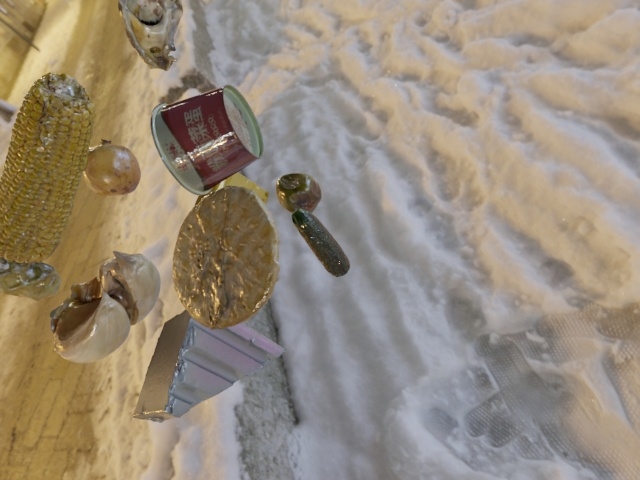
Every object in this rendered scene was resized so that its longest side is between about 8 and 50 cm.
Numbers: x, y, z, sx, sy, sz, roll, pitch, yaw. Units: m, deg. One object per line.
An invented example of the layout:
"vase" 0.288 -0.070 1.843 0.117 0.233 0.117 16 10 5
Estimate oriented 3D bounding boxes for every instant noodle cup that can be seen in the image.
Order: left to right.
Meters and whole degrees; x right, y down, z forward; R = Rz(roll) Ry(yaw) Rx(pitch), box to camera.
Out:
"instant noodle cup" -0.252 -0.245 1.035 0.178 0.235 0.235 -21 47 16

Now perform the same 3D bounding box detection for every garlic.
"garlic" -0.579 0.174 1.195 0.312 0.250 0.286 -18 9 28

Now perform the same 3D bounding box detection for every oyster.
"oyster" -0.501 -0.667 1.284 0.271 0.275 0.100 -51 54 10

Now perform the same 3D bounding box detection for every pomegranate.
"pomegranate" -0.771 -0.269 1.635 0.215 0.215 0.216 -23 46 26

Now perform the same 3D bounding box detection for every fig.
"fig" -0.081 -0.165 1.516 0.165 0.154 0.144 32 79 8

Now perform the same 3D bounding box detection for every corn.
"corn" -0.383 -0.087 0.611 0.293 0.106 0.106 -54 36 25

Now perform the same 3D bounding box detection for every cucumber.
"cucumber" -0.001 0.001 1.232 0.074 0.241 0.075 -26 31 17

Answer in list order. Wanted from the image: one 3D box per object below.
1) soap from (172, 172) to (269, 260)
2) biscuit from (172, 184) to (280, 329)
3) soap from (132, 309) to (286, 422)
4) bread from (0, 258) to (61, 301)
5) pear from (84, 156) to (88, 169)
"soap" -0.289 -0.049 1.335 0.096 0.204 0.325 -7 61 48
"biscuit" -0.145 0.025 0.656 0.219 0.033 0.220 -5 81 32
"soap" -0.229 0.311 0.977 0.158 0.302 0.258 -28 40 31
"bread" -0.952 0.104 1.364 0.130 0.267 0.152 -54 39 12
"pear" -0.831 -0.260 1.394 0.177 0.178 0.178 -23 46 26
